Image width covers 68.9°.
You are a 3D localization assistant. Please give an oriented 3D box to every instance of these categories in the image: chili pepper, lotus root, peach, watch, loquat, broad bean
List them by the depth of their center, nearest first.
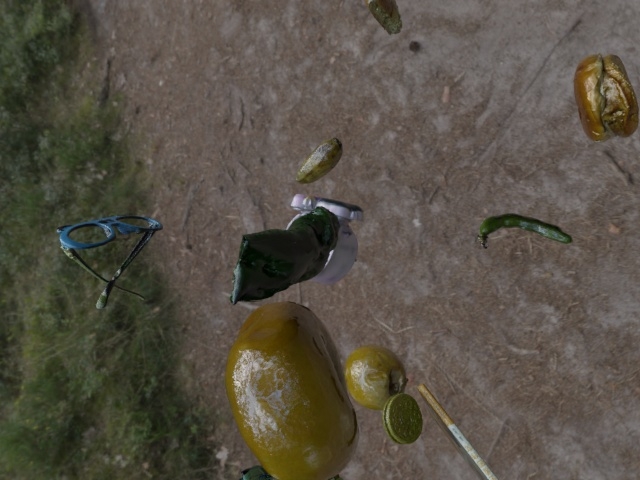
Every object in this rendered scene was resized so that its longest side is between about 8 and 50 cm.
[{"bbox_3d":[-0.040,0.018,0.599,0.061,0.224,0.098,12,113,25],"label":"chili pepper"},{"bbox_3d":[-0.034,0.210,0.650,0.153,0.251,0.251,-15,77,4],"label":"peach"},{"bbox_3d":[0.000,0.000,1.255,0.244,0.196,0.231,12,84,46],"label":"watch"},{"bbox_3d":[0.628,-0.033,1.471,0.049,0.292,0.144,89,179,-45],"label":"broad bean"},{"bbox_3d":[0.191,0.492,1.688,0.244,0.244,0.244,1,91,45],"label":"loquat"},{"bbox_3d":[-0.004,-0.312,1.893,0.258,0.110,0.097,-42,24,37],"label":"lotus root"}]

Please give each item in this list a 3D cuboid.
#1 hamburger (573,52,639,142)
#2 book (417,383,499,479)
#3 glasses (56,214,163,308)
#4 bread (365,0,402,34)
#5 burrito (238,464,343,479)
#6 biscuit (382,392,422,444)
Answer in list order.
[{"bbox_3d":[0.975,-0.495,1.607,0.170,0.290,0.314,-10,41,30],"label":"hamburger"},{"bbox_3d":[0.284,0.405,0.840,0.020,0.208,0.295,-35,52,-5],"label":"book"},{"bbox_3d":[-0.415,0.040,0.984,0.102,0.239,0.207,-15,98,26],"label":"glasses"},{"bbox_3d":[0.131,-0.552,1.052,0.054,0.154,0.136,-26,71,22],"label":"bread"},{"bbox_3d":[-0.074,0.395,0.711,0.054,0.288,0.104,-43,54,46],"label":"burrito"},{"bbox_3d":[0.144,0.312,0.818,0.023,0.084,0.084,-30,69,49],"label":"biscuit"}]
